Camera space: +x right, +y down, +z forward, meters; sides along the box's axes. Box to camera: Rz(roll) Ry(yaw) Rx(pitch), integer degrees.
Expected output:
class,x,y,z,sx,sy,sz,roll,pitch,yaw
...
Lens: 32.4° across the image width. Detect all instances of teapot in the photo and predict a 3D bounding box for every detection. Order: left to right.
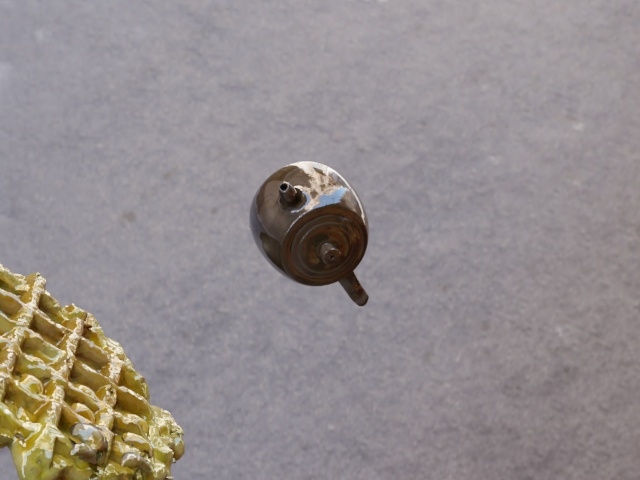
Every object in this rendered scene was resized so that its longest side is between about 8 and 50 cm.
class,x,y,z,sx,sy,sz,roll,pitch,yaw
teapot,0.000,0.000,0.724,0.076,0.121,0.068,-33,34,0

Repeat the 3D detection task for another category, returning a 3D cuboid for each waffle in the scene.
class,x,y,z,sx,sy,sz,roll,pitch,yaw
waffle,-0.217,0.095,0.806,0.262,0.060,0.280,41,9,30
